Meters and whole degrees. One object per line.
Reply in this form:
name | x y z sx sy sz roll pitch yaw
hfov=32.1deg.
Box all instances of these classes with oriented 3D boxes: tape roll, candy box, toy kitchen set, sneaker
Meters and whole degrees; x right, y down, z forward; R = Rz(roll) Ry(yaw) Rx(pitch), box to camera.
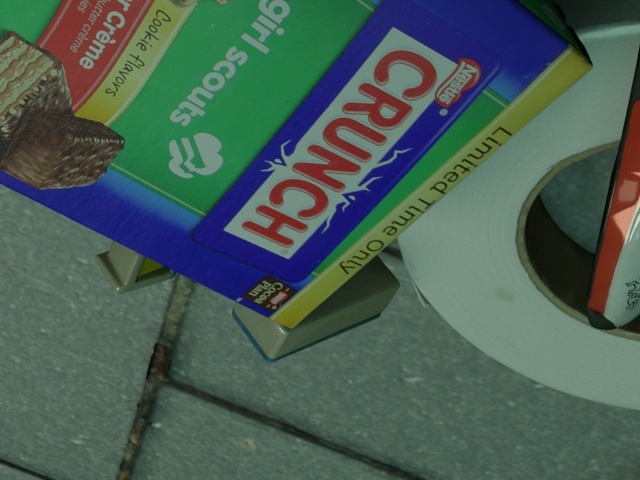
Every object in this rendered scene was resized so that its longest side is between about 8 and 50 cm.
tape roll | 0.246 -0.016 0.795 0.392 0.072 0.392 12 139 10
candy box | -0.057 -0.118 0.634 0.317 0.122 0.268 29 122 -30
toy kitchen set | -0.068 0.028 0.913 0.207 0.122 0.166 52 137 22
sneaker | 0.246 -0.029 0.658 0.145 0.090 0.270 12 136 13
